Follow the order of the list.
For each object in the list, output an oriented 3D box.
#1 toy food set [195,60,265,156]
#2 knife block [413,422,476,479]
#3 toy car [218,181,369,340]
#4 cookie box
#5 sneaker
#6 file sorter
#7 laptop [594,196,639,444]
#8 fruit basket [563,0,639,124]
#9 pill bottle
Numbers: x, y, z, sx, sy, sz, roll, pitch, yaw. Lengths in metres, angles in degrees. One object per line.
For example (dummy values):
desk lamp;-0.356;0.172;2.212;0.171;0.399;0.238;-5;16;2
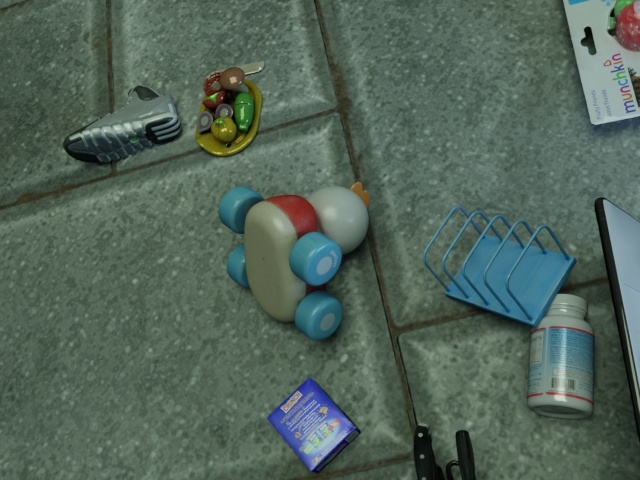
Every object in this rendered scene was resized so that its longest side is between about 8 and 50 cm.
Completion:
toy food set;-0.183;-0.270;1.346;0.128;0.071;0.218;-2;64;14
knife block;0.160;0.362;0.853;0.088;0.275;0.242;-11;92;11
toy car;0.000;0.000;1.129;0.238;0.210;0.219;-28;42;-31
cookie box;-0.010;0.274;1.049;0.092;0.040;0.107;-42;62;-7
sneaker;-0.391;-0.237;1.390;0.228;0.086;0.132;-13;57;-2
file sorter;0.253;0.030;1.024;0.170;0.104;0.118;19;69;51
laptop;0.566;0.140;0.853;0.236;0.408;0.382;-26;53;41
fruit basket;0.588;-0.365;1.130;0.353;0.165;0.327;-8;63;15
pill bottle;0.336;0.160;0.983;0.087;0.087;0.160;4;66;17
